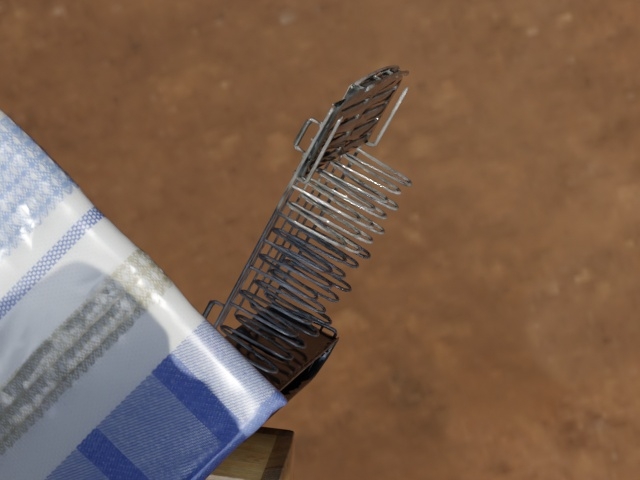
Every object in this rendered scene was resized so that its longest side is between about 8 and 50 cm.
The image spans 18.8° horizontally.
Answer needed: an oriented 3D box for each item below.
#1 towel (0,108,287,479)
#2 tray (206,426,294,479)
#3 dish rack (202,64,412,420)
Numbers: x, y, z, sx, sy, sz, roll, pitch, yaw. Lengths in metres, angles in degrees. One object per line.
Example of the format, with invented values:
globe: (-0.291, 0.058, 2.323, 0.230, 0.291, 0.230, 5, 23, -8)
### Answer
towel: (-0.185, 0.052, 0.987, 0.209, 0.285, 0.034, -46, -3, 9)
tray: (-0.126, 0.320, 1.537, 0.203, 0.410, 0.076, 6, 32, 9)
dish rack: (0.000, 0.000, 1.426, 0.074, 0.271, 0.208, 31, 18, 7)
